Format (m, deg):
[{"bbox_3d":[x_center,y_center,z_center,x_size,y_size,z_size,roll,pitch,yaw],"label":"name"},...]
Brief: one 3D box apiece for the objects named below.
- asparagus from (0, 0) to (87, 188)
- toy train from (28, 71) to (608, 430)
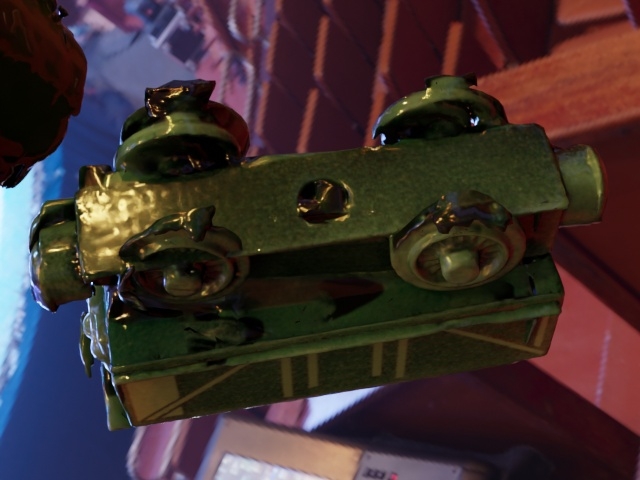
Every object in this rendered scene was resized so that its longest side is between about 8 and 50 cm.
[{"bbox_3d":[-0.241,-0.158,0.477,0.128,0.382,0.108,-37,53,1],"label":"asparagus"},{"bbox_3d":[0.000,0.000,0.544,0.269,0.154,0.115,-9,62,-5],"label":"toy train"}]
